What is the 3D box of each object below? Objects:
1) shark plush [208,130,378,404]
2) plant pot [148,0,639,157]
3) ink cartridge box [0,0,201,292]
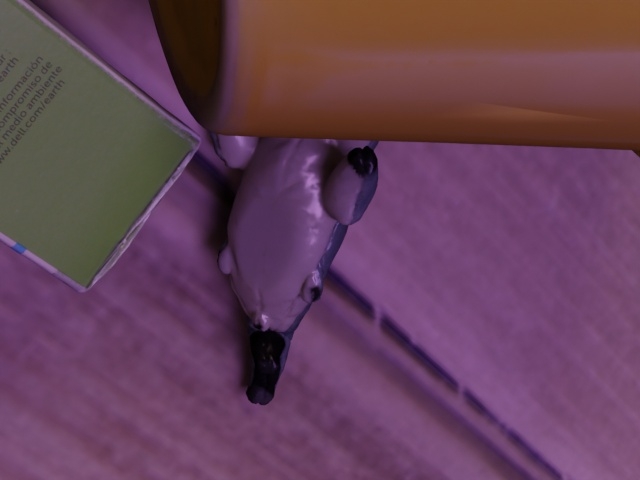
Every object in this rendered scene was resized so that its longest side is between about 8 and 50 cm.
[{"bbox_3d":[0.000,0.000,0.655,0.067,0.073,0.161,-36,134,-55],"label":"shark plush"},{"bbox_3d":[0.066,-0.133,0.509,0.239,0.254,0.254,-10,122,-13],"label":"plant pot"},{"bbox_3d":[-0.141,-0.075,0.469,0.062,0.109,0.209,-52,133,0],"label":"ink cartridge box"}]
